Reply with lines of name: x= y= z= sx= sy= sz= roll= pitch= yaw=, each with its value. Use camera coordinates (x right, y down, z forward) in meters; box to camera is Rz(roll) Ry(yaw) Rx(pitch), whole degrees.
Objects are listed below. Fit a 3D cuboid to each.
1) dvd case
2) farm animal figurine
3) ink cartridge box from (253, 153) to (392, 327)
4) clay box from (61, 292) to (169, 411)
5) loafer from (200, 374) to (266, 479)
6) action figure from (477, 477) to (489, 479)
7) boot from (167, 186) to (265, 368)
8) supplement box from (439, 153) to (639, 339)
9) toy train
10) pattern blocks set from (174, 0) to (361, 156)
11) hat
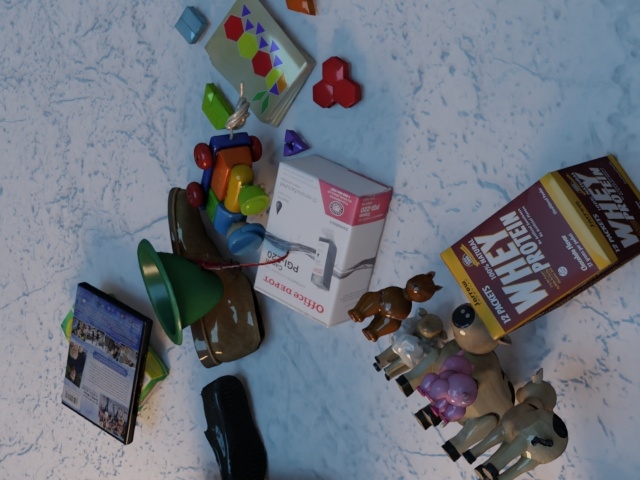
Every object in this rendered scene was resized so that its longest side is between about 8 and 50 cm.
dvd case: x=-0.388 y=0.222 z=1.984 sx=0.180 sy=0.022 sz=0.253 roll=25 pitch=113 yaw=30
farm animal figurine: x=0.204 y=0.177 z=1.445 sx=0.172 sy=0.327 sz=0.330 roll=-36 pitch=64 yaw=-7
ink cartridge box: x=0.000 y=0.000 z=1.668 sx=0.158 sy=0.092 sz=0.218 roll=26 pitch=116 yaw=31
clay box: x=-0.383 y=0.200 z=2.024 sx=0.222 sy=0.053 sz=0.127 roll=52 pitch=125 yaw=18
loafer: x=-0.152 y=0.336 z=1.872 sx=0.078 sy=0.080 sz=0.220 roll=-8 pitch=92 yaw=50
action figure: x=0.275 y=0.485 z=1.496 sx=0.341 sy=0.178 sz=0.330 roll=3 pitch=118 yaw=41
boot: x=-0.173 y=0.050 z=1.824 sx=0.115 sy=0.112 sz=0.305 roll=-16 pitch=89 yaw=13
supplement box: x=0.294 y=0.006 z=1.380 sx=0.191 sy=0.194 sz=0.129 roll=-40 pitch=75 yaw=36
toy train: x=-0.121 y=-0.102 z=1.672 sx=0.143 sy=0.105 sz=0.248 roll=61 pitch=149 yaw=32
pattern blocks set: x=-0.094 y=-0.283 z=1.719 sx=0.285 sy=0.026 sz=0.325 roll=-39 pitch=76 yaw=36
hat: x=-0.169 y=0.060 z=1.739 sx=0.208 sy=0.183 sz=0.173 roll=48 pitch=151 yaw=47
